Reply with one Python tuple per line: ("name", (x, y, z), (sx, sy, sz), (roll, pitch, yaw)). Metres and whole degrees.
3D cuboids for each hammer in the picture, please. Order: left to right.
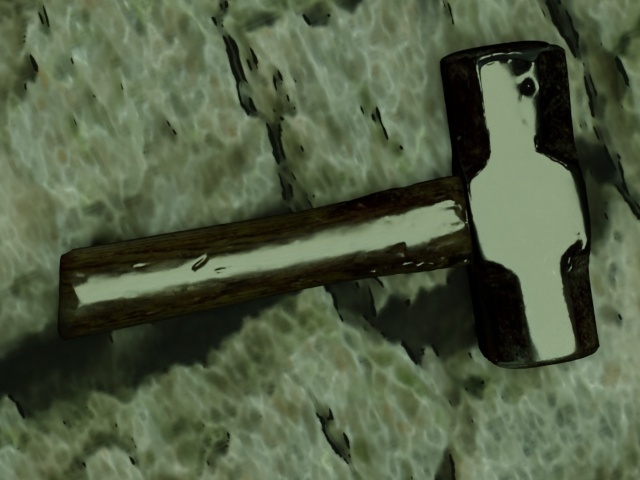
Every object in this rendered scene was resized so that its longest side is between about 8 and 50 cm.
("hammer", (0.000, 0.000, 1.408), (0.409, 0.095, 0.242), (-10, 97, 0))
